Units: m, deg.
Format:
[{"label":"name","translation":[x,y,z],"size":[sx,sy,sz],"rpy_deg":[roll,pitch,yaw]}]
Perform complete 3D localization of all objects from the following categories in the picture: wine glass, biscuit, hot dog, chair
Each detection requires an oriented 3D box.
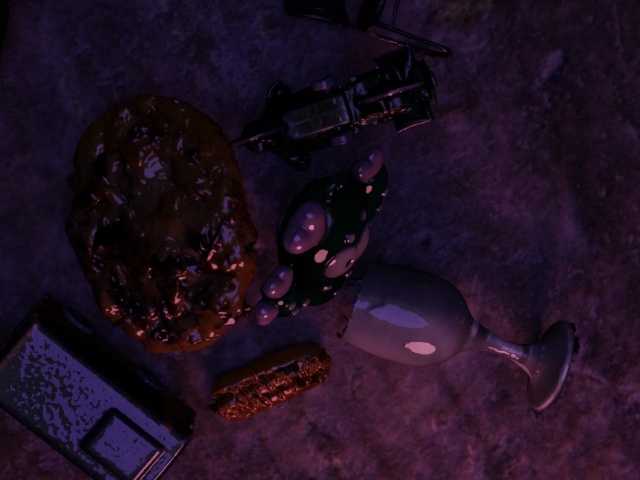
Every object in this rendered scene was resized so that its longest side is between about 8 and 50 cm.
[{"label":"wine glass","translation":[0.185,0.128,1.477],"size":[0.321,0.143,0.143],"rpy_deg":[21,96,-8]},{"label":"biscuit","translation":[-0.217,-0.016,1.375],"size":[0.289,0.081,0.334],"rpy_deg":[-24,84,30]},{"label":"hot dog","translation":[-0.072,0.199,1.503],"size":[0.188,0.055,0.072],"rpy_deg":[-24,101,-3]},{"label":"chair","translation":[0.072,-0.333,1.399],"size":[0.221,0.145,0.140],"rpy_deg":[14,96,-6]}]

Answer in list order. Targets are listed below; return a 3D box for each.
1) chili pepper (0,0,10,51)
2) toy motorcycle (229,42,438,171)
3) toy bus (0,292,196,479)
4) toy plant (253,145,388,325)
[{"label":"chili pepper","translation":[-0.491,-0.253,1.349],"size":[0.174,0.165,0.261],"rpy_deg":[12,104,-18]},{"label":"toy motorcycle","translation":[0.023,-0.166,1.382],"size":[0.275,0.187,0.124],"rpy_deg":[-16,96,16]},{"label":"toy bus","translation":[-0.304,0.213,1.426],"size":[0.275,0.167,0.138],"rpy_deg":[41,92,-10]},{"label":"toy plant","translation":[0.003,-0.004,1.391],"size":[0.112,0.232,0.243],"rpy_deg":[32,123,14]}]
